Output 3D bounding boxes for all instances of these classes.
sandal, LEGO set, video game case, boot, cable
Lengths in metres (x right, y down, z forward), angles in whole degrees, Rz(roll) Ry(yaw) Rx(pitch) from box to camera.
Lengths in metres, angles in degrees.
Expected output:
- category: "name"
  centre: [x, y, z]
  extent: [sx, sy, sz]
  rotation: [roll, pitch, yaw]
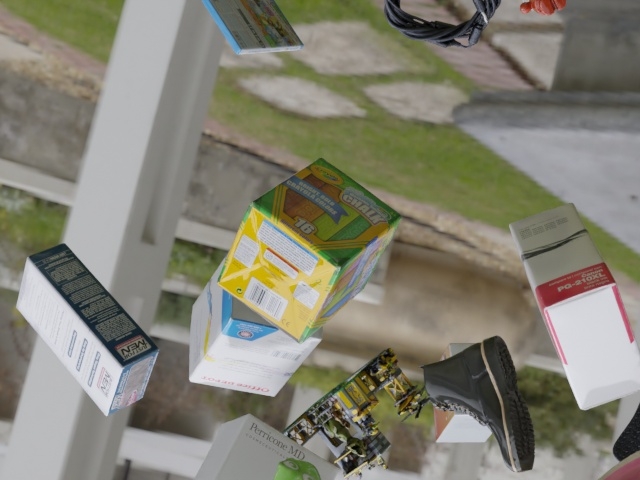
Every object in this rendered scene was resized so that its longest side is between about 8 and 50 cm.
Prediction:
- category: "sandal"
  centre: [0.541, 0.289, 1.895]
  extent: [0.067, 0.179, 0.040]
  rotation: [39, -172, 25]
- category: "LEGO set"
  centre: [0.072, 0.377, 2.256]
  extent: [0.192, 0.331, 0.255]
  rotation: [51, -155, 4]
- category: "video game case"
  centre: [-0.114, -0.371, 1.985]
  extent: [0.166, 0.119, 0.015]
  rotation: [-16, 158, -50]
- category: "boot"
  centre: [0.228, 0.253, 1.701]
  extent: [0.137, 0.198, 0.077]
  rotation: [-22, 155, 27]
- category: "cable"
  centre: [0.186, -0.372, 1.806]
  extent: [0.184, 0.047, 0.150]
  rotation: [20, 135, -18]

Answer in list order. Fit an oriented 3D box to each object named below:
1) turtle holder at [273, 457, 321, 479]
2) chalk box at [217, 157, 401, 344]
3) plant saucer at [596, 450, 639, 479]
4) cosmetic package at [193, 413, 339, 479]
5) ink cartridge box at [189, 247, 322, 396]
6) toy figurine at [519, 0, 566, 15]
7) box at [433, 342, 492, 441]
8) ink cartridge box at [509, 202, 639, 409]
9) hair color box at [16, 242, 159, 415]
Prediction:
- category: "turtle holder"
  centre: [-0.025, 0.494, 1.614]
  extent: [0.243, 0.320, 0.227]
  rotation: [28, 174, 35]
- category: "chalk box"
  centre: [0.000, 0.000, 1.401]
  extent: [0.132, 0.132, 0.213]
  rotation: [35, -144, 12]
- category: "plant saucer"
  centre: [0.414, 0.383, 1.535]
  extent: [0.084, 0.332, 0.332]
  rotation: [45, 169, -2]
- category: "cosmetic package"
  centre: [-0.146, 0.496, 1.924]
  extent: [0.197, 0.365, 0.155]
  rotation: [32, 156, -11]
- category: "ink cartridge box"
  centre: [-0.118, 0.145, 2.077]
  extent: [0.171, 0.168, 0.233]
  rotation: [14, 142, -20]
- category: "toy figurine"
  centre: [0.386, -0.543, 2.201]
  extent: [0.209, 0.213, 0.148]
  rotation: [14, -162, -10]
- category: "box"
  centre: [0.253, 0.265, 2.008]
  extent: [0.091, 0.130, 0.170]
  rotation: [0, 154, -6]
- category: "ink cartridge box"
  centre: [0.342, 0.081, 1.553]
  extent: [0.100, 0.172, 0.237]
  rotation: [-21, -154, 8]
- category: "hair color box"
  centre: [-0.506, 0.188, 2.506]
  extent: [0.105, 0.174, 0.347]
  rotation: [-25, -119, -41]
